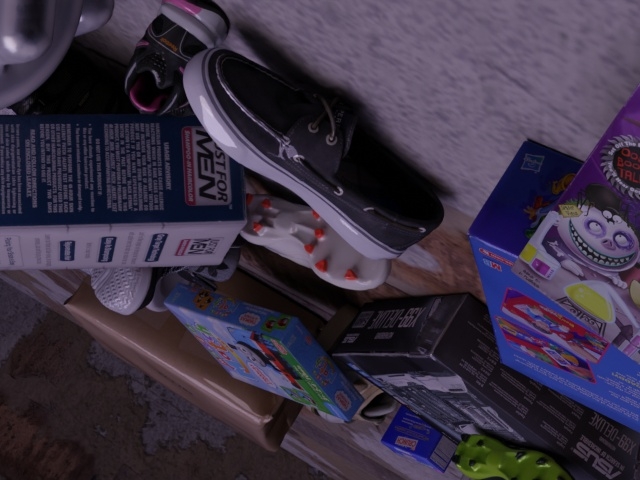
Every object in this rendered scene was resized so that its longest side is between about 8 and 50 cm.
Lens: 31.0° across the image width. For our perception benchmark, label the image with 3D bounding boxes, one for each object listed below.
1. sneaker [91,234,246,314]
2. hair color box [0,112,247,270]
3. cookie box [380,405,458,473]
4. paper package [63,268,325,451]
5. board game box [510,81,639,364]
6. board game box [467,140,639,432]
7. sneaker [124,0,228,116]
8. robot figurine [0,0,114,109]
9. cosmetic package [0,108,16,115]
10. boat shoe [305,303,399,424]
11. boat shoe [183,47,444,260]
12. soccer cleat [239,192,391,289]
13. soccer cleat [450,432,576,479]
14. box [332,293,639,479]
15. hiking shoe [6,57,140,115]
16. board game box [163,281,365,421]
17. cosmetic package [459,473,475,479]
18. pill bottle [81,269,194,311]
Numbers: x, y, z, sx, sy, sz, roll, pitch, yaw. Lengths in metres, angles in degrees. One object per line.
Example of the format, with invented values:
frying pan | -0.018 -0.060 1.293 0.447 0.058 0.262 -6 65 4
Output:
sneaker | -0.157 0.012 1.255 0.153 0.101 0.268 27 -159 -19
hair color box | -0.251 -0.039 1.032 0.347 0.105 0.174 -1 167 -13
cookie box | 0.135 0.214 1.383 0.040 0.107 0.092 42 163 -30
paper package | -0.164 0.139 1.647 0.325 0.168 0.309 30 164 10
board game box | 0.273 0.052 0.539 0.347 0.056 0.208 37 142 10
board game box | 0.276 0.085 0.750 0.347 0.078 0.233 26 163 24
sneaker | -0.123 -0.129 0.898 0.072 0.077 0.178 33 165 4
robot figurine | -0.302 -0.189 0.844 0.300 0.200 0.353 9 -179 -36
cosmetic package | -0.324 -0.132 1.333 0.099 0.060 0.239 34 165 -7
boat shoe | 0.051 0.182 1.443 0.103 0.113 0.302 35 165 16
boat shoe | 0.004 -0.068 0.848 0.076 0.080 0.228 -26 121 39
soccer cleat | 0.000 0.000 1.093 0.196 0.068 0.076 22 176 40
soccer cleat | 0.202 0.234 1.127 0.072 0.060 0.179 32 173 -30
box | 0.191 0.175 1.204 0.307 0.076 0.242 38 163 -15
hiking shoe | -0.276 -0.154 1.116 0.227 0.086 0.114 26 165 23
board game box | -0.067 0.128 1.346 0.211 0.039 0.160 14 150 46
cosmetic package | 0.365 0.522 1.781 0.365 0.155 0.197 21 161 37
pill bottle | -0.264 -0.010 1.468 0.221 0.124 0.124 28 164 22
